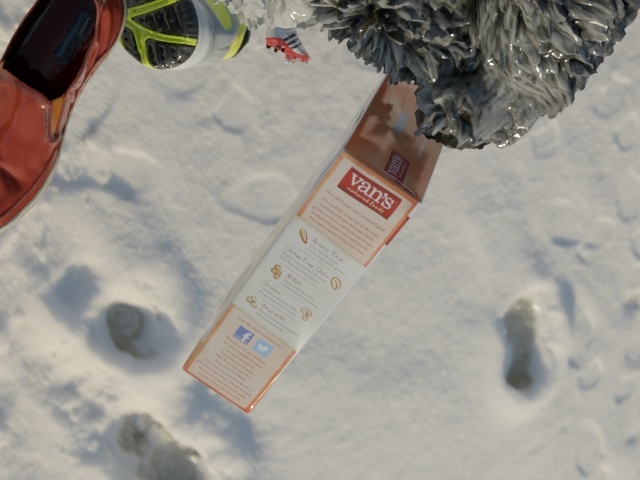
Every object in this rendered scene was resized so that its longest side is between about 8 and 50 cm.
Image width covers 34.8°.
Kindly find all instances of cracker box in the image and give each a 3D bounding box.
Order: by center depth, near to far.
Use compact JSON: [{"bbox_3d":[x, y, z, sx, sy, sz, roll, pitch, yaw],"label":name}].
[{"bbox_3d":[0.000,0.000,0.758,0.067,0.155,0.232,34,123,-4],"label":"cracker box"}]

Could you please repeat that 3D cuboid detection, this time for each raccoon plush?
[{"bbox_3d":[0.068,-0.252,0.572,0.299,0.216,0.446,26,143,-13],"label":"raccoon plush"}]

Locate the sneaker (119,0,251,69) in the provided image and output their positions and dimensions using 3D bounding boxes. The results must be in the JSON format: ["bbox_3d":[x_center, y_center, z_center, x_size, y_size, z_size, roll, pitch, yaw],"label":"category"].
[{"bbox_3d":[-0.236,-0.348,1.299,0.147,0.384,0.145,-2,141,-53],"label":"sneaker"}]

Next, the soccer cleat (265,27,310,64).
[{"bbox_3d":[-0.032,-0.209,1.077,0.083,0.029,0.035,17,83,-63],"label":"soccer cleat"}]

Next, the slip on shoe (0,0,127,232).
[{"bbox_3d":[-0.327,-0.153,1.128,0.123,0.101,0.331,32,93,2],"label":"slip on shoe"}]
